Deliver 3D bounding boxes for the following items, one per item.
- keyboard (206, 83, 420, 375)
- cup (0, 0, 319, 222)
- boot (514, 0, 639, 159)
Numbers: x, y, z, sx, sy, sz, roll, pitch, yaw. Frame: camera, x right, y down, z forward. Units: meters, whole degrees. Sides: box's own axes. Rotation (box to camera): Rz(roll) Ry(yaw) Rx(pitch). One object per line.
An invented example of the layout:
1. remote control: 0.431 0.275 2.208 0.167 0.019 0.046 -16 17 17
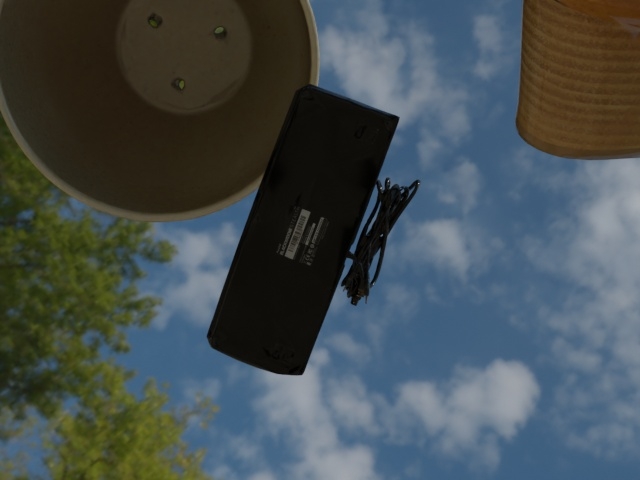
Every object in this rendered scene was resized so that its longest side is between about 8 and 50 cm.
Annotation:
1. keyboard: 0.000 0.000 0.694 0.100 0.038 0.192 22 -83 10
2. cup: -0.164 -0.209 1.136 0.331 0.237 0.331 0 -75 1
3. boot: 0.220 -0.143 0.416 0.104 0.295 0.211 -114 -159 -46
